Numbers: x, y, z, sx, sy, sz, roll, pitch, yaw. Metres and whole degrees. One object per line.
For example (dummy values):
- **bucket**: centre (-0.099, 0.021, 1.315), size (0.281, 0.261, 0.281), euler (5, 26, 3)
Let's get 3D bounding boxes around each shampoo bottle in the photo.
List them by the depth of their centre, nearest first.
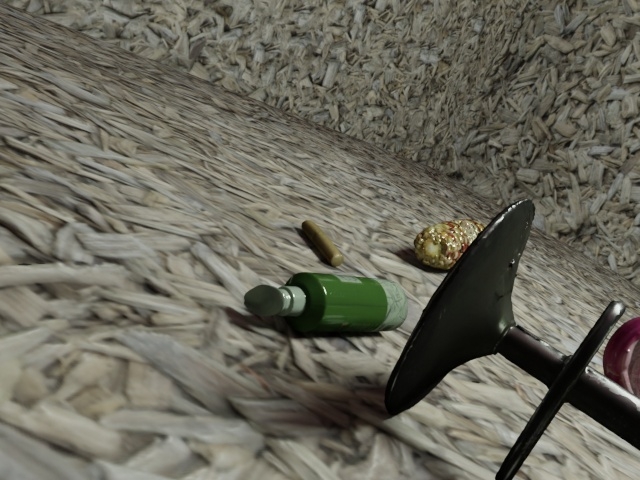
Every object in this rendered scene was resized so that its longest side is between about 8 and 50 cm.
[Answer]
- **shampoo bottle**: centre (0.012, 0.065, 0.708), size (0.065, 0.065, 0.204), euler (37, 17, 36)

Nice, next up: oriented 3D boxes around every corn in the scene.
- **corn**: centre (0.253, 0.006, 1.283), size (0.098, 0.098, 0.290), euler (33, 15, 24)

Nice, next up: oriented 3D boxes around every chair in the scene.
- **chair**: centre (0.273, 0.158, 0.518), size (0.401, 0.226, 0.226), euler (33, 15, 23)

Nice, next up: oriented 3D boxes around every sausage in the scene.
- **sausage**: centre (0.000, 0.000, 0.992), size (0.024, 0.024, 0.132), euler (19, 17, -30)

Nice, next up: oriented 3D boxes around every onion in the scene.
- **onion**: centre (0.497, 0.191, 0.929), size (0.207, 0.200, 0.200), euler (-3, 7, 15)
